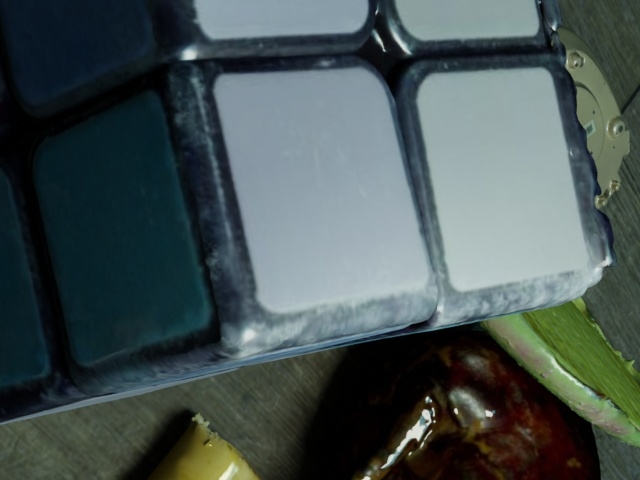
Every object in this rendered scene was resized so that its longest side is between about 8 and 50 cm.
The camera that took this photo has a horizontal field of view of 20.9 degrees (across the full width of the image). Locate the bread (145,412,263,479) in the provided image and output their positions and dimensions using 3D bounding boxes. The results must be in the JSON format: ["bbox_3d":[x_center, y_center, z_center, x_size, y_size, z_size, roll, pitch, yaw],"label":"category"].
[{"bbox_3d":[-0.110,0.236,1.381,0.173,0.085,0.134,-50,138,-19],"label":"bread"}]

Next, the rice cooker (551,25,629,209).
[{"bbox_3d":[0.182,-0.104,1.496,0.145,0.127,0.206,-46,125,-19],"label":"rice cooker"}]

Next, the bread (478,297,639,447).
[{"bbox_3d":[0.189,0.067,1.475,0.045,0.301,0.301,-44,139,14],"label":"bread"}]

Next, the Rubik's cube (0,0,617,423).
[{"bbox_3d":[-0.060,-0.074,1.065,0.313,0.318,0.316,-9,84,-43],"label":"Rubik's cube"}]

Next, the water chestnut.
[{"bbox_3d":[0.110,0.216,1.481,0.244,0.289,0.289,21,92,-13],"label":"water chestnut"}]
